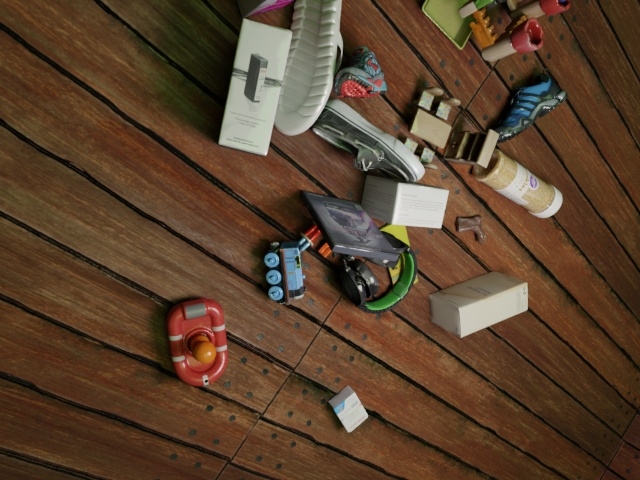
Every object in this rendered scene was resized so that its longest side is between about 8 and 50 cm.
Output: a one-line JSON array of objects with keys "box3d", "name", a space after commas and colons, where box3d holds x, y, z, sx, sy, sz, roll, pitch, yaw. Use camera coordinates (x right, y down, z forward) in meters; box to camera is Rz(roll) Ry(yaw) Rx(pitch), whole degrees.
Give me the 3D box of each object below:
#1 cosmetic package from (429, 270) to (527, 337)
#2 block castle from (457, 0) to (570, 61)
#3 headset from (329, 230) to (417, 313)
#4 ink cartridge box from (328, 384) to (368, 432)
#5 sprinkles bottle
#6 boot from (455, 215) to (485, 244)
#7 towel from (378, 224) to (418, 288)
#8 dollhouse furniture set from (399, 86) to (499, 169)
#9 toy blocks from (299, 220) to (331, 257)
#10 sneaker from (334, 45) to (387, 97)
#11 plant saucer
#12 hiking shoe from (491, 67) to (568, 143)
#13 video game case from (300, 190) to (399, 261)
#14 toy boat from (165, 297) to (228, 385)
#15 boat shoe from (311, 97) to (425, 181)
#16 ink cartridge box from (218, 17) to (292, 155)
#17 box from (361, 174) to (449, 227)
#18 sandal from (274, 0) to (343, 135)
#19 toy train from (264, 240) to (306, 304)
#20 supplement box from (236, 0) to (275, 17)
[{"box3d": [0.555, 0.216, 1.581, 0.309, 0.160, 0.113, -15, 108, -23], "name": "cosmetic package"}, {"box3d": [0.508, -0.765, 1.232, 0.453, 0.212, 0.303, 50, 64, -21], "name": "block castle"}, {"box3d": [0.155, 0.084, 1.322, 0.394, 0.185, 0.243, 37, 91, -37], "name": "headset"}, {"box3d": [0.093, 0.562, 1.501, 0.088, 0.052, 0.123, -34, 114, -15], "name": "ink cartridge box"}, {"box3d": [0.686, -0.193, 1.564, 0.355, 0.121, 0.121, 22, 93, -28], "name": "sprinkles bottle"}, {"box3d": [0.518, -0.032, 1.569, 0.114, 0.037, 0.107, -9, 93, -27], "name": "boot"}, {"box3d": [0.255, 0.051, 1.473, 0.102, 0.021, 0.237, -26, 112, -22], "name": "towel"}, {"box3d": [0.384, -0.316, 1.362, 0.241, 0.161, 0.212, 17, 95, -28], "name": "dollhouse furniture set"}, {"box3d": [0.000, 0.000, 1.315, 0.148, 0.054, 0.123, -46, 119, -7], "name": "toy blocks"}, {"box3d": [0.095, -0.443, 1.182, 0.262, 0.104, 0.125, -34, 115, -65], "name": "sneaker"}, {"box3d": [0.390, -0.699, 1.336, 0.188, 0.045, 0.189, 29, 88, -29], "name": "plant saucer"}, {"box3d": [0.673, -0.442, 1.523, 0.304, 0.113, 0.132, -35, 85, -8], "name": "hiking shoe"}, {"box3d": [0.072, -0.043, 1.220, 0.195, 0.274, 0.026, 9, 119, -28], "name": "video game case"}, {"box3d": [-0.312, 0.275, 1.175, 0.150, 0.151, 0.231, -10, 107, -23], "name": "toy boat"}, {"box3d": [0.125, -0.247, 1.239, 0.335, 0.121, 0.119, 35, 83, 2], "name": "boat shoe"}, {"box3d": [-0.159, -0.345, 1.060, 0.114, 0.197, 0.273, 12, 97, -13], "name": "ink cartridge box"}, {"box3d": [0.244, -0.116, 1.333, 0.180, 0.182, 0.119, 3, 103, -26], "name": "box"}, {"box3d": [-0.011, -0.469, 1.155, 0.102, 0.169, 0.417, 0, 107, -60], "name": "sandal"}, {"box3d": [-0.096, 0.090, 1.261, 0.105, 0.080, 0.184, -4, 106, 5], "name": "toy train"}, {"box3d": [-0.116, -0.591, 1.015, 0.111, 0.220, 0.114, -24, 112, -19], "name": "supplement box"}]
